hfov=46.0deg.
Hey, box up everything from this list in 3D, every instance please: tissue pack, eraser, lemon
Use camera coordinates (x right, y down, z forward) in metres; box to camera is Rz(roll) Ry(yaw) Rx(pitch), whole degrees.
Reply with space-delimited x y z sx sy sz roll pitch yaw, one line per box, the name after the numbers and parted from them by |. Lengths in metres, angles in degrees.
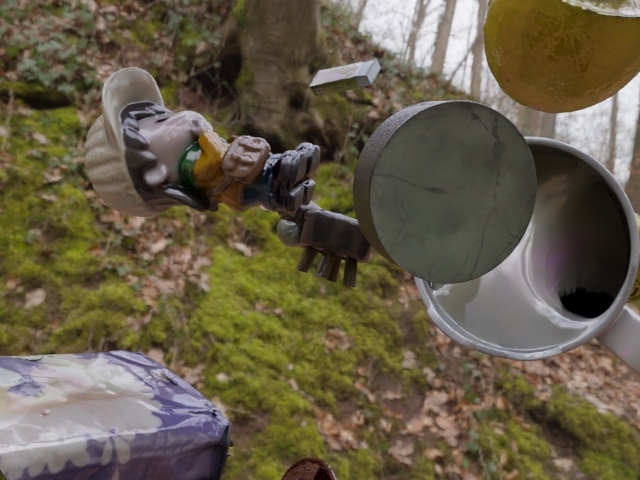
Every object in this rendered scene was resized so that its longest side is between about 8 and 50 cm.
-0.305 0.217 0.841 0.343 0.125 0.242 5 13 -45 | tissue pack
0.030 -0.198 0.917 0.083 0.038 0.019 -2 -48 35 | eraser
0.494 -0.418 1.522 0.364 0.364 0.364 12 -10 2 | lemon

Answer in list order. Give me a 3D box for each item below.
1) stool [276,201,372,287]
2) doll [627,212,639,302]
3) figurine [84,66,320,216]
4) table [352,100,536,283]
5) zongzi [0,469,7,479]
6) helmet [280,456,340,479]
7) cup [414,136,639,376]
0.000 0.000 1.276 0.217 0.121 0.125 18 -1 30 | stool
0.552 0.005 1.338 0.135 0.221 0.143 -23 -66 25 | doll
-0.180 -0.098 1.080 0.332 0.205 0.185 26 20 8 | figurine
0.092 -0.037 0.564 0.133 0.134 0.043 16 5 -19 | table
-0.181 0.183 0.403 0.181 0.418 0.447 -11 -16 -1 | zongzi
0.025 0.386 0.600 0.230 0.385 0.338 22 33 -7 | helmet
0.255 0.036 0.818 0.289 0.219 0.257 43 12 20 | cup
